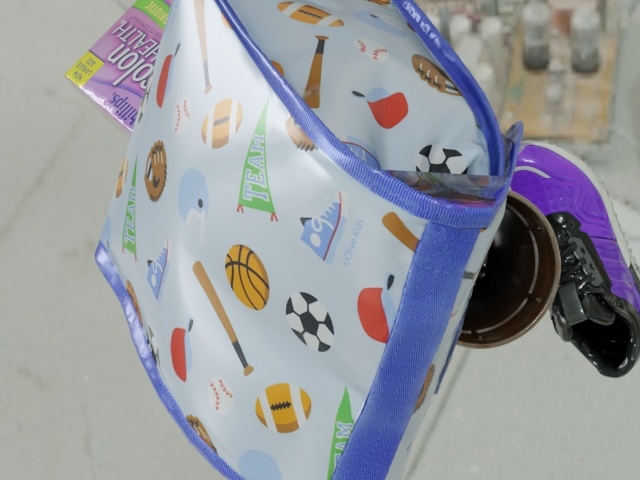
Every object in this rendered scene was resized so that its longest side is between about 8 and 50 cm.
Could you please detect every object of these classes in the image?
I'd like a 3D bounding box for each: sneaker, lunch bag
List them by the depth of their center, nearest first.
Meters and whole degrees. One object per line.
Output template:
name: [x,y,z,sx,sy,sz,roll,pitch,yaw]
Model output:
lunch bag: [0.000,0.000,1.262,0.238,0.328,0.385,3,33,-25]
sneaker: [0.279,0.029,1.763,0.102,0.293,0.146,-24,23,29]

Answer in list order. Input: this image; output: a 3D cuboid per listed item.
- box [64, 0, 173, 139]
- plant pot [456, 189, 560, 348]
box: [-0.127,-0.200,1.777,0.243,0.117,0.213,-47,38,-3]
plant pot: [0.148,0.019,1.716,0.167,0.167,0.165,-24,11,-9]
